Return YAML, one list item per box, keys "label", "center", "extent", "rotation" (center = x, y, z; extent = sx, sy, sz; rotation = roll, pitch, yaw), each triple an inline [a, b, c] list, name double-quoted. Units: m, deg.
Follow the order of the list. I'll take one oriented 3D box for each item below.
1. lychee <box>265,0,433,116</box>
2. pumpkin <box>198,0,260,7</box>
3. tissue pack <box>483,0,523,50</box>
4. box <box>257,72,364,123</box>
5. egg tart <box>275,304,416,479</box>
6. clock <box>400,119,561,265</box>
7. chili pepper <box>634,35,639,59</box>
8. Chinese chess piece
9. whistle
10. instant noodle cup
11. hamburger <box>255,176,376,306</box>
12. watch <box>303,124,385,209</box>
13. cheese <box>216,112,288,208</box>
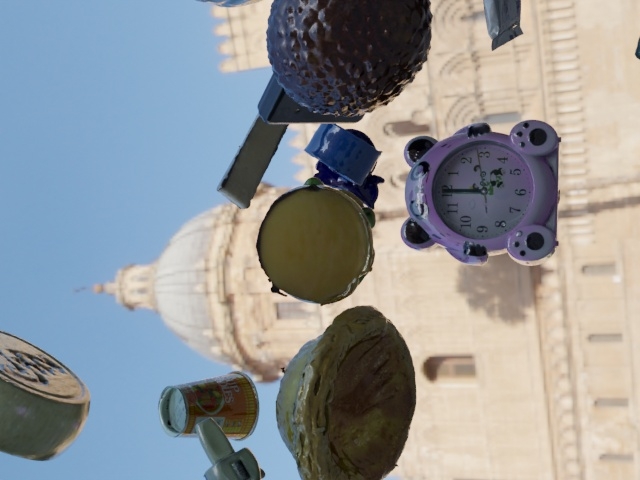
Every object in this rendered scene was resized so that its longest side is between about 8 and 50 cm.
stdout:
- label: "lychee"
  center: [0.046, -0.315, 1.423]
  extent: [0.260, 0.260, 0.261]
  rotation: [-3, -90, -66]
- label: "pumpkin"
  center: [-0.204, -0.636, 2.039]
  extent: [0.225, 0.303, 0.256]
  rotation: [2, -74, -33]
- label: "tissue pack"
  center: [0.264, -0.385, 1.377]
  extent: [0.122, 0.026, 0.193]
  rotation: [-37, -59, -51]
- label: "box"
  center: [0.006, -0.284, 1.776]
  extent: [0.230, 0.160, 0.050]
  rotation: [-5, -125, -32]
- label: "egg tart"
  center: [0.039, 0.309, 1.783]
  extent: [0.388, 0.169, 0.388]
  rotation: [-15, -72, -52]
- label: "clock"
  center: [0.252, -0.074, 1.488]
  extent: [0.090, 0.247, 0.228]
  rotation: [26, -114, -72]
- label: "chili pepper"
  center: [0.685, -0.438, 1.787]
  extent: [0.083, 0.099, 0.253]
  rotation: [-19, -47, -53]
- label: "Chinese chess piece"
  center: [-0.457, 0.218, 1.373]
  extent: [0.101, 0.250, 0.250]
  rotation: [-58, -28, 1]
- label: "whistle"
  center: [-0.153, 0.432, 1.701]
  extent: [0.110, 0.092, 0.244]
  rotation: [-25, -108, -32]
- label: "instant noodle cup"
  center: [-0.260, 0.381, 2.128]
  extent: [0.185, 0.168, 0.169]
  rotation: [4, -98, -41]
- label: "hamburger"
  center: [0.000, 0.000, 1.742]
  extent: [0.149, 0.237, 0.237]
  rotation: [-32, -63, -80]
- label: "watch"
  center: [0.061, -0.196, 2.258]
  extent: [0.171, 0.196, 0.200]
  rotation: [-67, -14, -1]
- label: "cheese"
  center: [-0.126, -0.237, 2.126]
  extent: [0.085, 0.034, 0.400]
  rotation: [33, -124, -16]
